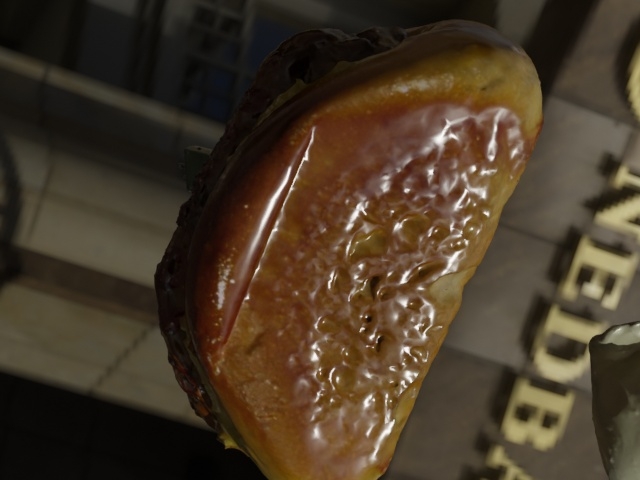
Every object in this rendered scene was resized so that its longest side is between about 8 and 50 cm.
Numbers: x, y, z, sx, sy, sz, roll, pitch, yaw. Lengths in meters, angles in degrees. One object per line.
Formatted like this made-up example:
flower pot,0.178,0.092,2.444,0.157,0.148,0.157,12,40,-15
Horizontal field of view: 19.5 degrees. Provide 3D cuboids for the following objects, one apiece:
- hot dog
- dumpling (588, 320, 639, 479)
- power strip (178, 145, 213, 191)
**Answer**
hot dog,0.000,0.000,1.450,0.185,0.223,0.405,-120,-129,-70
dumpling,0.311,0.160,1.650,0.100,0.134,0.169,42,42,-65
power strip,-0.101,-0.066,1.890,0.136,0.019,0.051,15,-64,47
